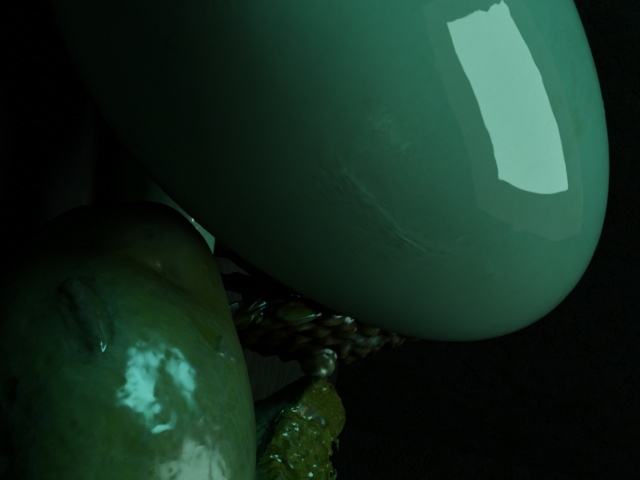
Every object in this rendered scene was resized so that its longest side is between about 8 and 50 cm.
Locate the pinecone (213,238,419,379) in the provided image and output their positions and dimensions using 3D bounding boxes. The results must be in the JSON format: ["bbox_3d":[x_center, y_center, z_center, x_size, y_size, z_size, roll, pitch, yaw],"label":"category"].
[{"bbox_3d":[0.005,-0.004,0.983,0.264,0.264,0.264,11,90,-84],"label":"pinecone"}]

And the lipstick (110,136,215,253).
[{"bbox_3d":[-0.091,-0.100,0.680,0.076,0.076,0.304,-65,165,-67],"label":"lipstick"}]

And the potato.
[{"bbox_3d":[-0.106,0.087,0.527,0.178,0.160,0.235,-32,-130,45],"label":"potato"}]

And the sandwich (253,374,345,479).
[{"bbox_3d":[-0.085,0.242,0.917,0.226,0.087,0.251,-43,-173,21],"label":"sandwich"}]

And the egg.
[{"bbox_3d":[0.015,-0.091,0.548,0.371,0.230,0.230,49,35,-26],"label":"egg"}]
